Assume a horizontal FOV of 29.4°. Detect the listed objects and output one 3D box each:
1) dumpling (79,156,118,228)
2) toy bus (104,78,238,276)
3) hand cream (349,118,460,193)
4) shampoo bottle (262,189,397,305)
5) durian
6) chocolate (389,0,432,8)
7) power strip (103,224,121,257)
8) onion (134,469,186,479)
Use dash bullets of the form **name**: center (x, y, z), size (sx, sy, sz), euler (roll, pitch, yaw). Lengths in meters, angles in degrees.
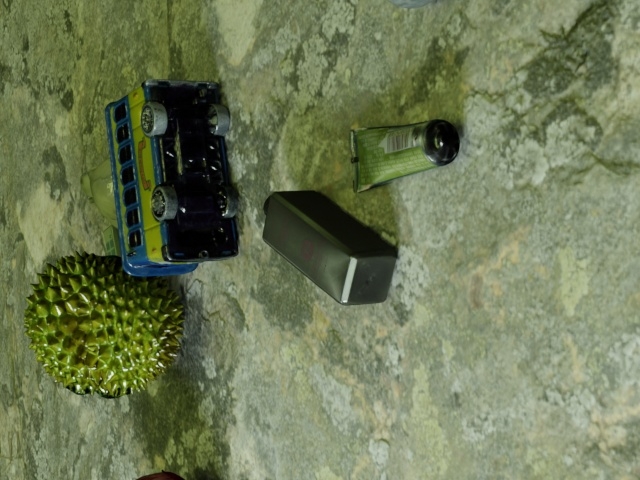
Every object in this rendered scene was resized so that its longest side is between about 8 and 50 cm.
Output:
- **dumpling**: center (-0.327, -0.074, 2.089), size (0.181, 0.111, 0.155), euler (34, 150, 57)
- **toy bus**: center (-0.233, -0.097, 1.913), size (0.175, 0.138, 0.287), euler (-17, 78, 53)
- **hand cream**: center (0.098, -0.113, 1.527), size (0.235, 0.055, 0.086), euler (-7, 83, 62)
- **shampoo bottle**: center (0.000, 0.000, 1.637), size (0.246, 0.079, 0.080), euler (38, 121, 48)
- **durian**: center (-0.357, 0.128, 1.994), size (0.291, 0.291, 0.224), euler (35, 117, 49)
- **chocolate**: center (0.132, -0.318, 1.438), size (0.167, 0.072, 0.072), euler (-7, 86, 53)
- **power strip**: center (-0.378, 0.016, 2.230), size (0.040, 0.016, 0.090), euler (-29, 69, 52)
- **onion**: center (-0.247, 0.491, 1.928), size (0.246, 0.190, 0.246), euler (47, 147, 45)
